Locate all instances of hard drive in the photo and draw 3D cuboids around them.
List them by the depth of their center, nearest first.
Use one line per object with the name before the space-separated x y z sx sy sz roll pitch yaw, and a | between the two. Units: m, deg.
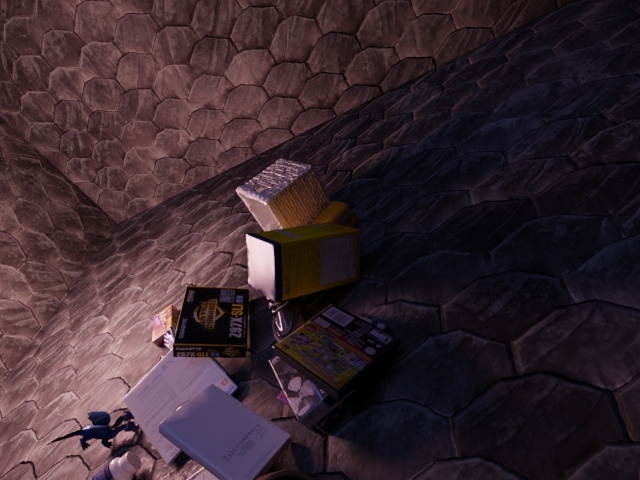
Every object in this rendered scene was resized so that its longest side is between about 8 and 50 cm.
hard drive | -0.263 0.538 1.170 0.308 0.040 0.203 20 28 26

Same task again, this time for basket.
basket | -0.134 -0.148 1.850 0.266 0.331 0.328 -40 33 -16

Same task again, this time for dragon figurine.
dragon figurine | -0.821 0.685 1.542 0.085 0.290 0.143 -118 45 -59

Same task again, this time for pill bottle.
pill bottle | -0.681 0.781 1.386 0.169 0.094 0.094 -41 33 -6

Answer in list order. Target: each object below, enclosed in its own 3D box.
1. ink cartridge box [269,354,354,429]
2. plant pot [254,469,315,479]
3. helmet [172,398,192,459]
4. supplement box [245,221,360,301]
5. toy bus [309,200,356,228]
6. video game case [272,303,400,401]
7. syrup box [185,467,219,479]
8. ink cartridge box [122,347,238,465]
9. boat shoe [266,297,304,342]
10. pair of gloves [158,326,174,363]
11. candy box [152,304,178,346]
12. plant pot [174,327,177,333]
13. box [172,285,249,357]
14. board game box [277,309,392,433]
ink cartridge box | -0.048 0.379 1.255 0.165 0.065 0.333 -40 32 -6
plant pot | -0.126 0.663 0.921 0.229 0.263 0.262 -37 27 37
helmet | -0.377 0.569 1.303 0.169 0.169 0.162 -42 53 -9
supplement box | -0.054 0.061 1.463 0.357 0.193 0.195 -9 16 -35
toy bus | 0.000 0.000 1.706 0.332 0.130 0.108 -47 34 -17
video game case | 0.042 0.303 1.204 0.248 0.035 0.275 -31 34 -32
syrup box | -0.299 0.687 1.151 0.237 0.093 0.096 -37 32 -1
ink cartridge box | -0.488 0.549 1.491 0.330 0.071 0.324 34 72 32
boat shoe | -0.157 0.225 1.542 0.127 0.158 0.340 -31 33 8
pair of gloves | -0.627 0.457 1.723 0.159 0.023 0.197 8 87 56
candy box | -0.716 0.392 1.950 0.109 0.053 0.186 -34 34 3
plant pot | -0.521 0.362 1.765 0.109 0.096 0.108 -18 37 28
box | -0.407 0.305 1.616 0.258 0.079 0.321 5 32 -10
board game box | 0.044 0.376 1.272 0.208 0.056 0.346 14 57 46
